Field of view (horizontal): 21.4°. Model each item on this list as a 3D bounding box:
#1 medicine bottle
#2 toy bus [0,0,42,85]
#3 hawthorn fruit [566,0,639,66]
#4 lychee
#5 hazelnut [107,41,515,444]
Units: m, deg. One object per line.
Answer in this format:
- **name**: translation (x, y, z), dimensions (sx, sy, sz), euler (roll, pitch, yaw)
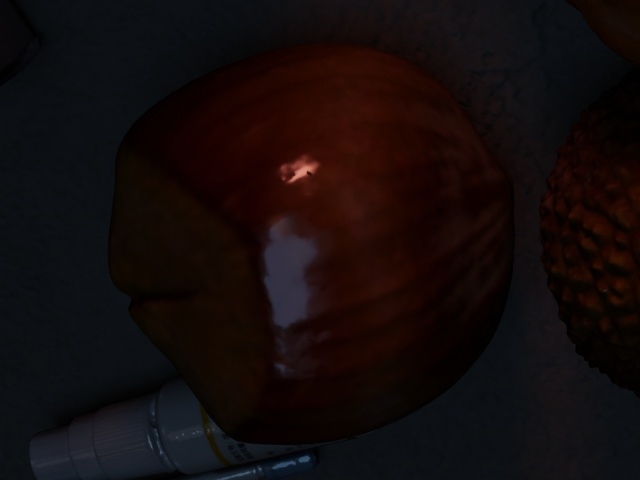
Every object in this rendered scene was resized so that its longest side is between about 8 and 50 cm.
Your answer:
- **medicine bottle**: translation (-0.067, 0.121, 1.041), dimensions (0.221, 0.061, 0.092), euler (-14, 127, 16)
- **toy bus**: translation (-0.295, -0.198, 0.929), dimensions (0.138, 0.112, 0.317), euler (-27, 103, 24)
- **hawthorn fruit**: translation (0.205, -0.202, 0.787), dimensions (0.243, 0.207, 0.207), euler (-24, 106, 6)
- **lychee**: translation (0.205, -0.008, 0.871), dimensions (0.194, 0.194, 0.194), euler (4, 112, 9)
- **hazelnut**: translation (-0.001, 0.000, 0.922), dimensions (0.181, 0.181, 0.212), euler (-16, 95, 42)
